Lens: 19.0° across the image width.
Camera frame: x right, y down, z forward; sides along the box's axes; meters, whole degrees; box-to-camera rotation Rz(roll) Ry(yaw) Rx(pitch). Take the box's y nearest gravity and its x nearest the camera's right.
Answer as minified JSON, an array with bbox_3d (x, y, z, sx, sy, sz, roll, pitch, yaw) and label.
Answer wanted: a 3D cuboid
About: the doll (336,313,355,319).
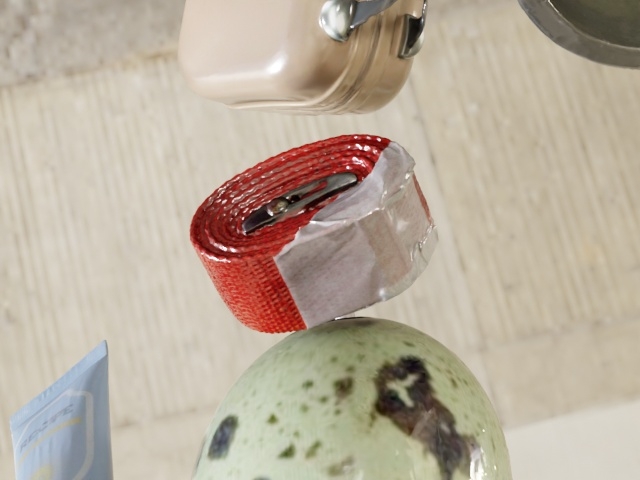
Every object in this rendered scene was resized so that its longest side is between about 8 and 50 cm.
[{"bbox_3d":[0.026,0.120,2.081,0.160,0.365,0.094,-9,162,-43],"label":"doll"}]

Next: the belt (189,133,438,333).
[{"bbox_3d":[0.000,0.000,1.638,0.201,0.128,0.124,-22,131,3],"label":"belt"}]

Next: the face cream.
[{"bbox_3d":[-0.234,0.241,1.753,0.135,0.385,0.086,-39,121,15],"label":"face cream"}]

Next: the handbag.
[{"bbox_3d":[0.013,-0.257,1.700,0.149,0.302,0.283,12,179,-38],"label":"handbag"}]

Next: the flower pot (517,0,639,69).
[{"bbox_3d":[0.238,-0.278,1.429,0.269,0.166,0.269,-9,122,-14],"label":"flower pot"}]

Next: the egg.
[{"bbox_3d":[0.021,0.247,1.671,0.287,0.379,0.287,16,156,7],"label":"egg"}]
